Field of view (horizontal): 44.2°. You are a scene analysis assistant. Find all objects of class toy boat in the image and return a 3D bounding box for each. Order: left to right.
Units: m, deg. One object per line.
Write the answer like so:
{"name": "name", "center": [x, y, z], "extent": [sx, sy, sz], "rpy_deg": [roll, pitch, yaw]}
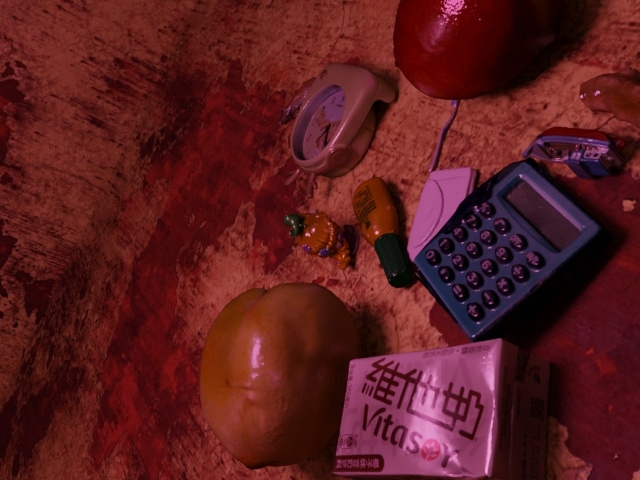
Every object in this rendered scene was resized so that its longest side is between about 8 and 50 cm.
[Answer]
{"name": "toy boat", "center": [0.384, -0.135, 1.211], "extent": [0.173, 0.069, 0.059], "rpy_deg": [18, 76, 53]}

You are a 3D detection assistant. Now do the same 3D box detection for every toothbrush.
{"name": "toothbrush", "center": [0.239, -0.204, 1.517], "extent": [0.017, 0.014, 0.162], "rpy_deg": [10, 78, 42]}

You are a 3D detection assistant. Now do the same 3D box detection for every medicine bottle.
{"name": "medicine bottle", "center": [0.119, -0.014, 1.513], "extent": [0.095, 0.064, 0.260], "rpy_deg": [-54, 33, 31]}

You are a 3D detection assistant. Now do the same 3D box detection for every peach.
{"name": "peach", "center": [-0.077, 0.233, 1.414], "extent": [0.281, 0.314, 0.316], "rpy_deg": [-1, 87, 33]}
{"name": "peach", "center": [0.261, -0.392, 1.391], "extent": [0.338, 0.281, 0.281], "rpy_deg": [-17, 55, 61]}

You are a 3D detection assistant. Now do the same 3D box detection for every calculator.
{"name": "calculator", "center": [0.279, 0.012, 1.220], "extent": [0.274, 0.058, 0.248], "rpy_deg": [-42, 36, 9]}

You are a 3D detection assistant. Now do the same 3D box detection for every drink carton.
{"name": "drink carton", "center": [0.173, 0.272, 1.192], "extent": [0.324, 0.132, 0.194], "rpy_deg": [-18, 56, 48]}

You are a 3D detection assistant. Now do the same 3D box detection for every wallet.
{"name": "wallet", "center": [0.216, -0.045, 1.428], "extent": [0.124, 0.032, 0.183], "rpy_deg": [0, 68, 53]}

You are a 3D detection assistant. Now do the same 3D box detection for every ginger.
{"name": "ginger", "center": [0.471, -0.174, 1.117], "extent": [0.118, 0.065, 0.299], "rpy_deg": [-44, 37, 4]}

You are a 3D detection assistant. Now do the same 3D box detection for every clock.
{"name": "clock", "center": [0.025, -0.242, 1.770], "extent": [0.235, 0.096, 0.308], "rpy_deg": [34, 98, 56]}

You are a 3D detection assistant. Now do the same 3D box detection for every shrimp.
{"name": "shrimp", "center": [-0.044, -0.341, 1.996], "extent": [0.180, 0.041, 0.099], "rpy_deg": [-34, 58, 37]}

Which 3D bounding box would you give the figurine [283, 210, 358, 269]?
{"name": "figurine", "center": [0.000, 0.000, 1.589], "extent": [0.095, 0.156, 0.115], "rpy_deg": [-46, 35, 27]}
